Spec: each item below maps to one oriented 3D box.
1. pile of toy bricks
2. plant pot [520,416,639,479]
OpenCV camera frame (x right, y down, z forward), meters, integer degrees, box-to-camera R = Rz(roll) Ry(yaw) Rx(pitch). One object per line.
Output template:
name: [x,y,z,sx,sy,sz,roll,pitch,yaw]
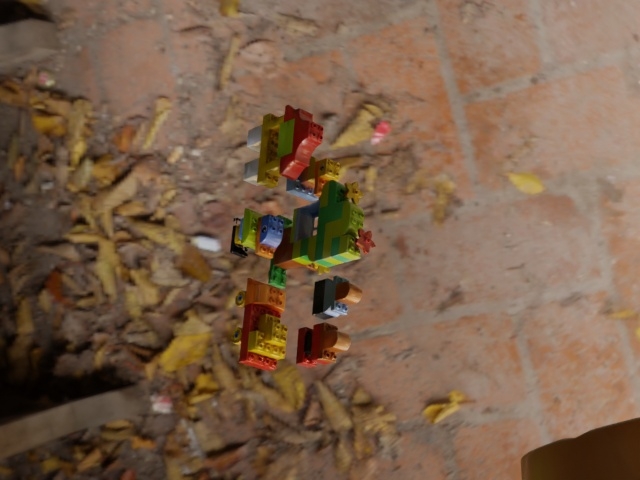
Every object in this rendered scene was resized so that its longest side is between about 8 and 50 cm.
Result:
pile of toy bricks: [0.000,0.000,0.915,0.105,0.118,0.212,-17,61,45]
plant pot: [0.210,0.209,0.696,0.205,0.205,0.188,-22,70,23]
